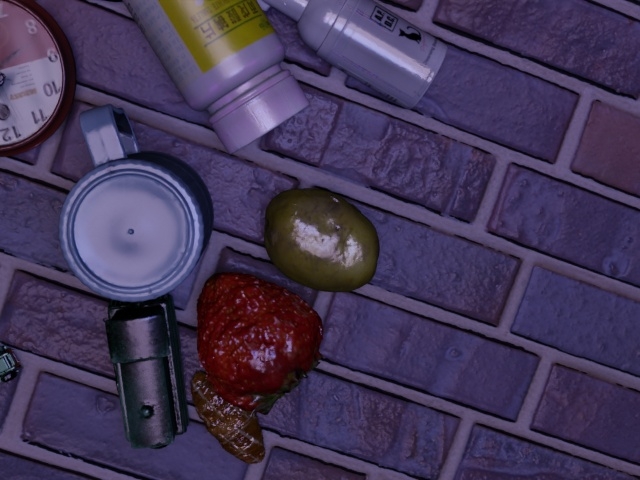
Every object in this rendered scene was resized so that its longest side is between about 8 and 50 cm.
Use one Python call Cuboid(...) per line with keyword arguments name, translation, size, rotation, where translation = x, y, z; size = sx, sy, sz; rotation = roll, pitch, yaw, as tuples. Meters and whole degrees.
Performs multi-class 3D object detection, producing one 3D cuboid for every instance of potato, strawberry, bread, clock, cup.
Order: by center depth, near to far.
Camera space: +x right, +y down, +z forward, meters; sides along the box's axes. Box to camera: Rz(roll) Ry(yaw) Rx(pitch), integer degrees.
Cuboid(name="cup", translation=(-0.319, -0.064, 1.535), size=(0.256, 0.311, 0.331), rotation=(11, 96, -7))
Cuboid(name="clock", translation=(-0.621, -0.316, 1.593), size=(0.318, 0.080, 0.319), rotation=(-1, 102, -6))
Cuboid(name="strawberry", translation=(-0.131, 0.178, 1.629), size=(0.257, 0.257, 0.277), rotation=(-40, 85, 0))
Cuboid(name="potato", translation=(0.001, -0.001, 1.658), size=(0.228, 0.148, 0.197), rotation=(5, 109, -5))
Cuboid(name="bread", translation=(-0.182, 0.366, 1.723), size=(0.105, 0.076, 0.233), rotation=(-34, 100, 1))

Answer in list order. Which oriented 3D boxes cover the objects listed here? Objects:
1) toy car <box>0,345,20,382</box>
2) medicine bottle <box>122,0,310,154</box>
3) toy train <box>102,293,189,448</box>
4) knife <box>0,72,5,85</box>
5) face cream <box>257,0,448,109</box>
Cuboid(name="toy car", translation=(-0.669, 0.262, 1.671), size=(0.143, 0.054, 0.073), rotation=(-26, 97, 5))
Cuboid(name="medicine bottle", translation=(-0.194, -0.366, 1.562), size=(0.213, 0.213, 0.379), rotation=(-32, 99, -1))
Cuboid(name="toy train", translation=(-0.341, 0.257, 1.641), size=(0.138, 0.178, 0.331), rotation=(-7, 96, -5))
Cuboid(name="knife", translation=(-0.625, -0.267, 1.553), size=(0.121, 0.018, 0.031), rotation=(-41, 104, 2))
Cuboid(name="face cream", translation=(0.050, -0.402, 1.614), size=(0.369, 0.145, 0.145), rotation=(28, 93, -10))
